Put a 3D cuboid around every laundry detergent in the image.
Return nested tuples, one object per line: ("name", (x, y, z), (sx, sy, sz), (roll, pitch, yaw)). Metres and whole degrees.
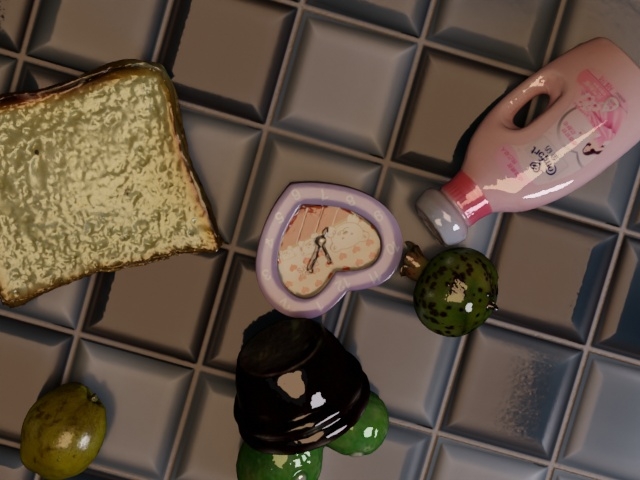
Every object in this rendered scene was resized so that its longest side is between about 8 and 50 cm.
("laundry detergent", (0.273, -0.119, 1.627), (0.335, 0.088, 0.159), (-36, 72, -3))

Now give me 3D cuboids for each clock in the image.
("clock", (0.000, 0.000, 1.645), (0.198, 0.064, 0.172), (-29, 95, -1))

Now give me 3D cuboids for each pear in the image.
("pear", (-0.332, 0.249, 1.626), (0.107, 0.107, 0.131), (38, 99, -4))

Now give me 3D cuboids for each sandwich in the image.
("sandwich", (-0.304, -0.077, 1.611), (0.301, 0.099, 0.271), (-16, 89, 1))

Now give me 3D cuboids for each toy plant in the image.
("toy plant", (-0.025, 0.228, 1.616), (0.218, 0.175, 0.235), (-24, 120, -7))

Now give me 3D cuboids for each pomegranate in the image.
("pomegranate", (0.162, 0.056, 1.639), (0.161, 0.122, 0.122), (37, 91, 22))
